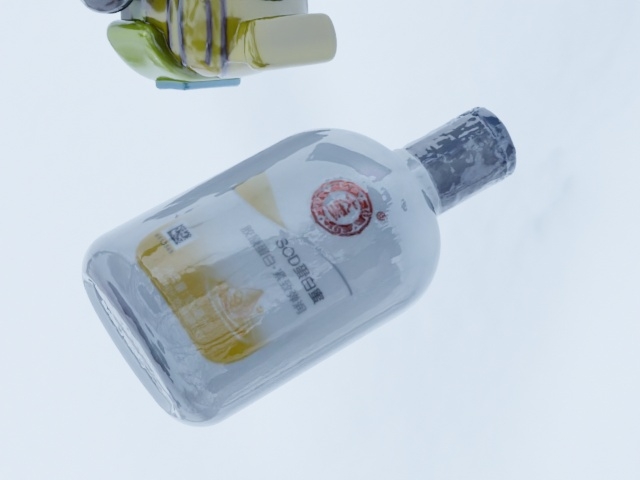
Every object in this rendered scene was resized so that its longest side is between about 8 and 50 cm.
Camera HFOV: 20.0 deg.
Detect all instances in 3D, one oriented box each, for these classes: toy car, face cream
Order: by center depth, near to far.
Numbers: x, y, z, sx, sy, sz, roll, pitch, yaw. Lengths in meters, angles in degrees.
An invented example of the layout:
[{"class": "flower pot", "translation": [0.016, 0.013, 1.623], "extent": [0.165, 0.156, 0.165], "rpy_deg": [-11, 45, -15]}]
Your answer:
[{"class": "face cream", "translation": [0.000, 0.000, 1.159], "extent": [0.144, 0.291, 0.071], "rpy_deg": [56, 156, 16]}, {"class": "toy car", "translation": [-0.058, -0.223, 1.219], "extent": [0.142, 0.200, 0.248], "rpy_deg": [6, 104, 35]}]
